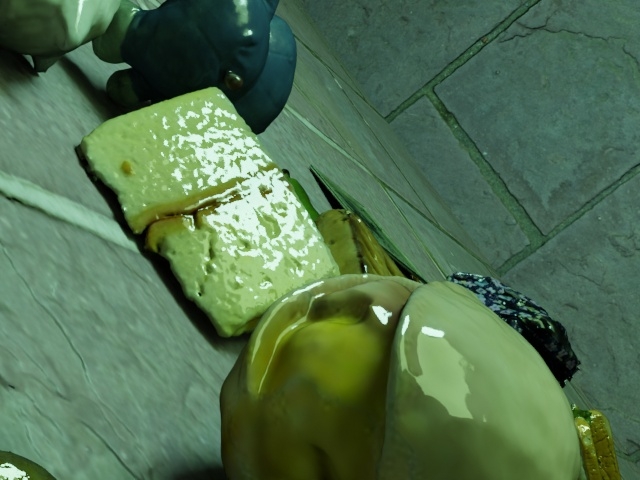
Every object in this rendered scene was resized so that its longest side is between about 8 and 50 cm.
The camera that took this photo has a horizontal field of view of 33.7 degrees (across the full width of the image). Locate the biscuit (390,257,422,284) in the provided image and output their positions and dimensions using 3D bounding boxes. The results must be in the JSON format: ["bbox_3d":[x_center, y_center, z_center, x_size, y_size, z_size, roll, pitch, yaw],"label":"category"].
[{"bbox_3d":[0.155,0.094,1.703,0.188,0.027,0.188,47,12,-14],"label":"biscuit"}]

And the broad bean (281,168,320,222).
[{"bbox_3d":[0.000,0.000,1.368,0.297,0.043,0.060,58,4,34],"label":"broad bean"}]

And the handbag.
[{"bbox_3d":[0.290,0.144,1.617,0.208,0.126,0.229,28,-11,46],"label":"handbag"}]

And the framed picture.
[{"bbox_3d":[0.080,-0.025,1.744,0.173,0.010,0.231,36,11,-46],"label":"framed picture"}]

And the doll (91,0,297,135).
[{"bbox_3d":[-0.112,-0.197,1.135,0.154,0.228,0.258,51,-1,9],"label":"doll"}]

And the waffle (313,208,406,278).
[{"bbox_3d":[0.092,0.132,1.176,0.327,0.098,0.224,52,12,-22],"label":"waffle"}]

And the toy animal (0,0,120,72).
[{"bbox_3d":[-0.247,-0.258,0.992,0.308,0.266,0.188,-16,-78,57],"label":"toy animal"}]

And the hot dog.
[{"bbox_3d":[0.383,0.350,1.497,0.104,0.076,0.250,-20,94,-49],"label":"hot dog"}]

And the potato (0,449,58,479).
[{"bbox_3d":[-0.141,0.117,0.471,0.092,0.047,0.045,42,36,-47],"label":"potato"}]

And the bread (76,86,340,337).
[{"bbox_3d":[-0.123,-0.009,0.973,0.178,0.135,0.240,-23,73,-43],"label":"bread"}]

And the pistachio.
[{"bbox_3d":[0.064,0.131,0.733,0.309,0.230,0.230,36,19,-55],"label":"pistachio"}]
